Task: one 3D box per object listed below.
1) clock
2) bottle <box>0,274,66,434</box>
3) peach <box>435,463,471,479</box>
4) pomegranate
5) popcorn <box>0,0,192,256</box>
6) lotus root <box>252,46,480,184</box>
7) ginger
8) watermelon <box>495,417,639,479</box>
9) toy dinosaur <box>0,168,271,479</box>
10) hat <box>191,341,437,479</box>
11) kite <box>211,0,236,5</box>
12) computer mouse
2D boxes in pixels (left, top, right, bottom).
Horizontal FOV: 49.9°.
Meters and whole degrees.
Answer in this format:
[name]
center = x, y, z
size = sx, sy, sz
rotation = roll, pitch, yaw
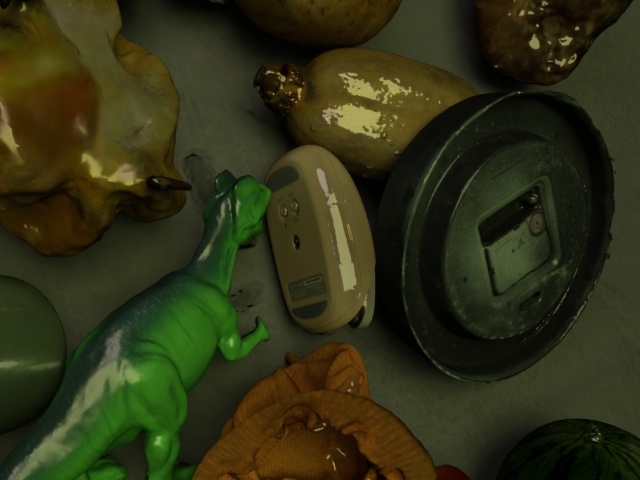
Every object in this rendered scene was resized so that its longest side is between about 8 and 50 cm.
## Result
[clock]
center = 0.235, -0.005, 0.902
size = 0.386, 0.076, 0.386
rotation = -10, 109, -30
[bottle]
center = -0.365, 0.106, 0.569
size = 0.168, 0.347, 0.169
rotation = -1, 85, 9
[peach]
center = 0.133, 0.366, 0.811
size = 0.197, 0.197, 0.198
rotation = 4, 78, -21
[pomegranate]
center = -0.008, -0.364, 0.874
size = 0.260, 0.260, 0.261
rotation = 4, 78, -21
[popcorn]
center = -0.295, -0.138, 0.715
size = 0.297, 0.280, 0.316
rotation = -15, 93, -56
[lotus root]
center = 0.070, -0.163, 0.913
size = 0.342, 0.151, 0.169
rotation = 10, 91, -19
[ginger]
center = 0.337, -0.394, 1.046
size = 0.200, 0.269, 0.223
rotation = 29, 29, -21
[watermelon]
center = 0.336, 0.349, 0.865
size = 0.242, 0.242, 0.243
rotation = 4, 78, -21
[toy dinosaur]
center = -0.197, 0.099, 0.643
size = 0.143, 0.500, 0.375
rotation = 16, 94, 24
[hat]
center = -0.025, 0.198, 0.781
size = 0.244, 0.233, 0.234
rotation = -15, 117, -6
[kite]
center = -0.191, -0.436, 0.913
size = 0.152, 0.015, 0.286
rotation = -17, 82, -56
[computer mouse]
center = 0.000, 0.000, 0.854
size = 0.082, 0.145, 0.237
rotation = -9, 81, -38
